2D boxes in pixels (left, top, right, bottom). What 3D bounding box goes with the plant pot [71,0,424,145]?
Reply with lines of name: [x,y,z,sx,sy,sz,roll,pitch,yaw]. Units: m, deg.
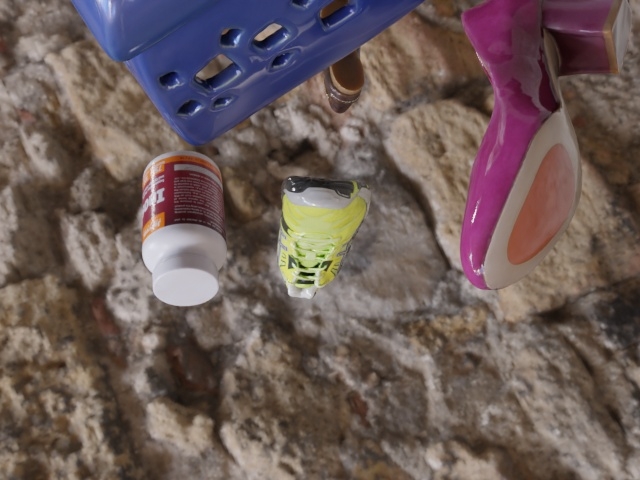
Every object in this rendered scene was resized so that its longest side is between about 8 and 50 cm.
plant pot: [-0.075,-0.228,0.493,0.236,0.236,0.212,57,-176,7]

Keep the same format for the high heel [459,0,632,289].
high heel: [0.165,-0.109,0.748,0.181,0.377,0.127,7,139,35]

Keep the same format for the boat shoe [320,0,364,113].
boat shoe: [0.028,-0.302,1.245,0.073,0.073,0.206,116,157,-61]

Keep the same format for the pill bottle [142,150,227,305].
pill bottle: [-0.141,-0.013,0.801,0.086,0.086,0.152,83,178,-52]

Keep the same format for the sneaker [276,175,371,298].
sneaker: [0.000,0.000,1.254,0.384,0.145,0.147,94,-178,-75]
